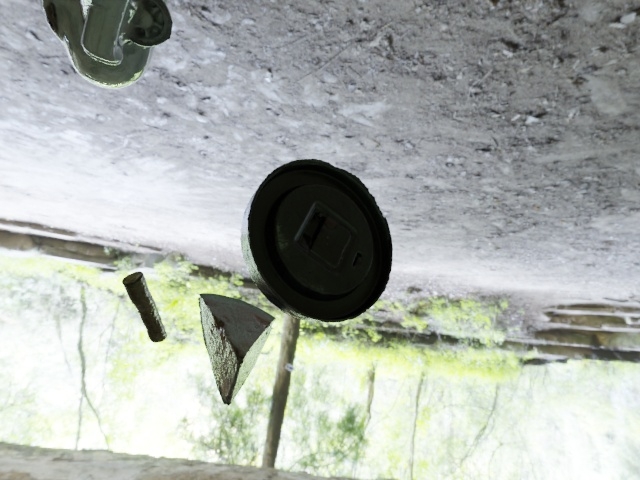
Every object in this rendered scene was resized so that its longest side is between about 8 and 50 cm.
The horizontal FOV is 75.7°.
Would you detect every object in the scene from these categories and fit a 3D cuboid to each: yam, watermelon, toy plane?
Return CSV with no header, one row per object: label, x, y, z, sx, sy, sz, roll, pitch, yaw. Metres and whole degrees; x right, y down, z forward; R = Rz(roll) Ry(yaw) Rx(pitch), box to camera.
yam,-0.554,0.221,1.316,0.066,0.066,0.300,3,131,8
watermelon,-0.182,0.212,0.783,0.136,0.208,0.202,9,171,9
toy plane,-0.177,-0.251,0.353,0.117,0.245,0.244,13,165,-30

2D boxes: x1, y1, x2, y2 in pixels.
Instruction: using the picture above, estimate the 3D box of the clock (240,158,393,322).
clock,0.000,0.000,0.696,0.280,0.281,0.055,13,158,-28
